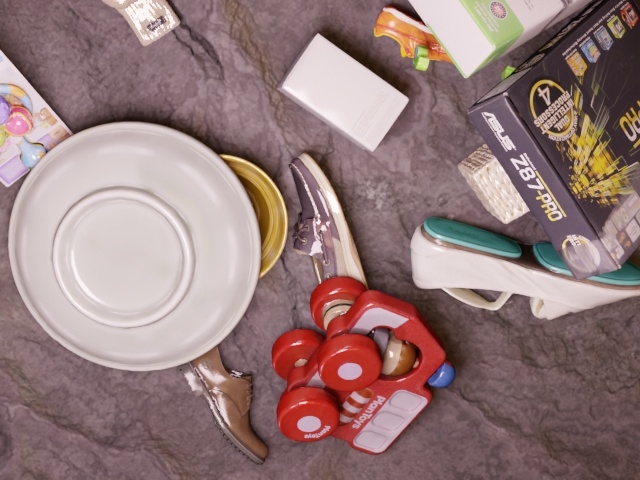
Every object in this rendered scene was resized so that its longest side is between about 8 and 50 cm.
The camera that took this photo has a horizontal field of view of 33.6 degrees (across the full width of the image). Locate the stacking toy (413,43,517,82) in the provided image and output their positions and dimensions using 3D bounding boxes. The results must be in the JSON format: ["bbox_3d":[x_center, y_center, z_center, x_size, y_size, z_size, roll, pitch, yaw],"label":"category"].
[{"bbox_3d":[0.242,-0.345,1.695,0.167,0.052,0.221,15,66,-11],"label":"stacking toy"}]

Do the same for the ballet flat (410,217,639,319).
[{"bbox_3d":[0.339,0.063,1.780,0.400,0.139,0.139,12,96,-4],"label":"ballet flat"}]

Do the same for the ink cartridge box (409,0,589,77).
[{"bbox_3d":[0.286,-0.407,1.642,0.273,0.115,0.198,-32,84,-24],"label":"ink cartridge box"}]

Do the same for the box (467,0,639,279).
[{"bbox_3d":[0.440,-0.175,1.668,0.395,0.097,0.318,-40,102,-36],"label":"box"}]

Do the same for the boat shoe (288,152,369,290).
[{"bbox_3d":[0.000,0.000,1.732,0.092,0.103,0.285,-23,105,-8],"label":"boat shoe"}]

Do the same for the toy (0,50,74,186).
[{"bbox_3d":[-0.471,-0.168,1.596,0.137,0.237,0.056,-37,60,-4],"label":"toy"}]

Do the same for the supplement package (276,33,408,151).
[{"bbox_3d":[0.033,-0.236,1.703,0.179,0.105,0.105,34,92,-10],"label":"supplement package"}]

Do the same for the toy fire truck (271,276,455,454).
[{"bbox_3d":[0.074,0.213,1.710,0.254,0.169,0.302,23,122,-23],"label":"toy fire truck"}]

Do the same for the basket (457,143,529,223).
[{"bbox_3d":[0.301,-0.102,1.725,0.103,0.167,0.113,-35,99,5],"label":"basket"}]

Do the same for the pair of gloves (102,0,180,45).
[{"bbox_3d":[-0.247,-0.450,1.657,0.240,0.042,0.204,-39,117,6],"label":"pair of gloves"}]

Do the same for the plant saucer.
[{"bbox_3d":[-0.293,0.021,1.628,0.401,0.100,0.400,1,102,3],"label":"plant saucer"}]

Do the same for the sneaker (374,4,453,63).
[{"bbox_3d":[0.169,-0.322,1.739,0.175,0.064,0.067,26,109,-3],"label":"sneaker"}]

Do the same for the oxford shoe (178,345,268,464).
[{"bbox_3d":[-0.141,0.270,1.759,0.096,0.083,0.227,-32,101,-6],"label":"oxford shoe"}]

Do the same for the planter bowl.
[{"bbox_3d":[-0.156,-0.035,1.705,0.217,0.090,0.217,1,100,3],"label":"planter bowl"}]
